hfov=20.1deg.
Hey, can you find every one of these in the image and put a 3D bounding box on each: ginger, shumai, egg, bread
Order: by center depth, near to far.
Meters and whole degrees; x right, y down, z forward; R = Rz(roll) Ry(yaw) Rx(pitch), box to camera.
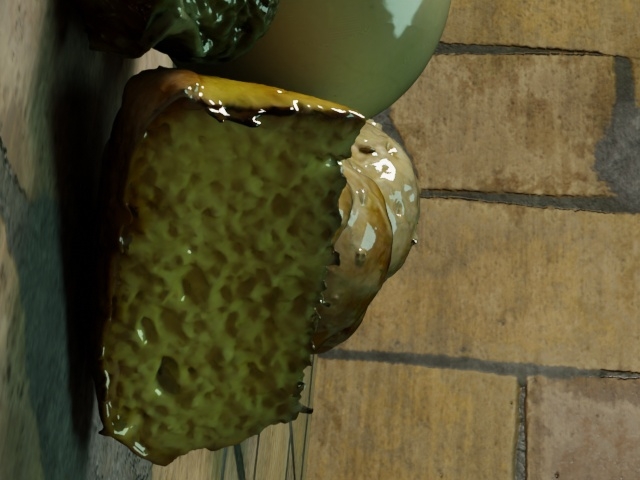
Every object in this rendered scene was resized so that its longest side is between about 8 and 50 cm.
[{"bbox_3d":[-0.081,-0.126,0.922,0.124,0.099,0.087,49,46,-28],"label":"shumai"},{"bbox_3d":[-0.064,-0.007,1.003,0.134,0.129,0.260,-109,-155,-46],"label":"bread"},{"bbox_3d":[-0.019,-0.175,1.068,0.186,0.186,0.241,88,-15,-55],"label":"egg"},{"bbox_3d":[0.000,0.000,1.731,0.375,0.176,0.256,-25,134,-86],"label":"ginger"}]
